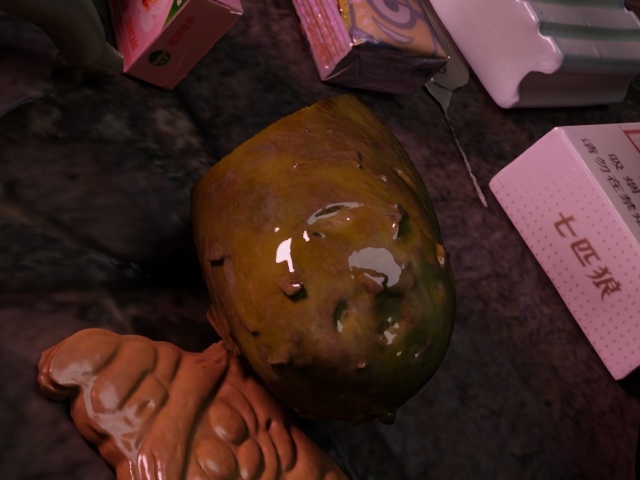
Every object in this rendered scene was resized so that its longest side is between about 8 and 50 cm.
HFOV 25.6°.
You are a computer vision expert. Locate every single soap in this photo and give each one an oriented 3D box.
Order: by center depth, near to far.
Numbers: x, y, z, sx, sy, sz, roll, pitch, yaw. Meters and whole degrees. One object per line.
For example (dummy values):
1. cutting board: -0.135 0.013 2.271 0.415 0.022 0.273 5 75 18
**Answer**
1. soap: 0.234 -0.218 1.442 0.265 0.087 0.160 -10 65 -55

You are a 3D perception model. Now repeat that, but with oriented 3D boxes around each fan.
1. fan: 0.099 -0.155 1.286 0.182 0.010 0.310 13 46 -44

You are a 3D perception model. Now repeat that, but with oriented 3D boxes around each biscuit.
1. biscuit: -0.049 0.126 0.794 0.250 0.035 0.162 36 38 -23

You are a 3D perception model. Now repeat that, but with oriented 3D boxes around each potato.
1. potato: 0.000 0.000 0.880 0.176 0.141 0.298 52 11 -23

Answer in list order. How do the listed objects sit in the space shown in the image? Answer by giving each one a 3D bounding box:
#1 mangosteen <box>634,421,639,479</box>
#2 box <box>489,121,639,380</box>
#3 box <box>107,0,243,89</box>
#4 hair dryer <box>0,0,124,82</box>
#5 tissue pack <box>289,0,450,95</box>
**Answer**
1. mangosteen: 0.420 0.192 1.034 0.382 0.382 0.435 -66 150 -56
2. box: 0.317 -0.004 1.316 0.330 0.095 0.210 -8 62 -55
3. box: -0.108 -0.181 0.988 0.043 0.089 0.125 17 43 -40
4. hair dryer: -0.175 -0.239 0.792 0.119 0.296 0.298 17 9 22
5. tissue pack: 0.032 -0.200 1.198 0.108 0.060 0.148 5 54 -41
